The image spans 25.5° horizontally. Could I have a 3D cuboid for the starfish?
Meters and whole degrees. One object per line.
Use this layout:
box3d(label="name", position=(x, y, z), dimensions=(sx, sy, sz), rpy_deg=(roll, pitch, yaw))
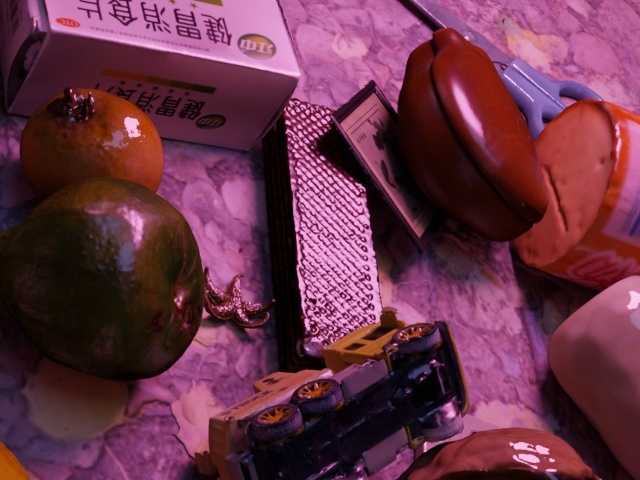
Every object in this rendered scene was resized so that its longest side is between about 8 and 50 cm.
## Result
box3d(label="starfish", position=(-0.096, 0.064, 1.533), dimensions=(0.091, 0.028, 0.078), rpy_deg=(41, 36, 8))

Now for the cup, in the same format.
box3d(label="cup", position=(0.413, 0.134, 1.659), dimensions=(0.202, 0.255, 0.173), rpy_deg=(55, 4, 16))

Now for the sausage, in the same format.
box3d(label="sausage", position=(0.424, -0.031, 1.814), dimensions=(0.287, 0.233, 0.233), rpy_deg=(18, 45, -22))

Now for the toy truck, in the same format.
box3d(label="toy truck", position=(0.006, 0.172, 1.395), dimensions=(0.272, 0.157, 0.124), rpy_deg=(-28, 111, -33))

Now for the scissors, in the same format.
box3d(label="scissors", position=(0.244, -0.267, 2.051), dimensions=(0.447, 0.029, 0.192), rpy_deg=(40, 41, 2))

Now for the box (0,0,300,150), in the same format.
box3d(label="box", position=(-0.206, -0.231, 1.631), dimensions=(0.332, 0.145, 0.173), rpy_deg=(7, 49, -30))

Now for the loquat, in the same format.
box3d(label="loquat", position=(-0.238, -0.088, 1.479), dimensions=(0.163, 0.163, 0.137), rpy_deg=(44, 69, 7))

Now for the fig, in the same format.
box3d(label="fig", position=(-0.247, 0.041, 1.384), dimensions=(0.235, 0.203, 0.203), rpy_deg=(-1, 41, 17))

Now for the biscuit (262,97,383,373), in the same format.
box3d(label="biscuit", position=(0.000, 0.000, 1.621), dimensions=(0.107, 0.073, 0.388), rpy_deg=(13, 47, -23))

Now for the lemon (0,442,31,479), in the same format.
box3d(label="lemon", position=(-0.313, 0.268, 1.061), dimensions=(0.240, 0.240, 0.219), rpy_deg=(-12, 85, -40))

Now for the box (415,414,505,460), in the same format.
box3d(label="box", position=(0.181, 0.241, 1.565), dimensions=(0.166, 0.024, 0.090), rpy_deg=(21, 44, -17))

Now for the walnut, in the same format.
box3d(label="walnut", position=(0.170, 0.261, 1.418), dimensions=(0.238, 0.204, 0.141), rpy_deg=(7, 38, -30))

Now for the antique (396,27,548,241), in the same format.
box3d(label="antique", position=(0.186, -0.128, 1.785), dimensions=(0.223, 0.129, 0.278), rpy_deg=(18, 45, -53))

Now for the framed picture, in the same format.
box3d(label="framed picture", position=(0.092, -0.097, 1.744), dimensions=(0.199, 0.010, 0.195), rpy_deg=(55, 25, -6))
